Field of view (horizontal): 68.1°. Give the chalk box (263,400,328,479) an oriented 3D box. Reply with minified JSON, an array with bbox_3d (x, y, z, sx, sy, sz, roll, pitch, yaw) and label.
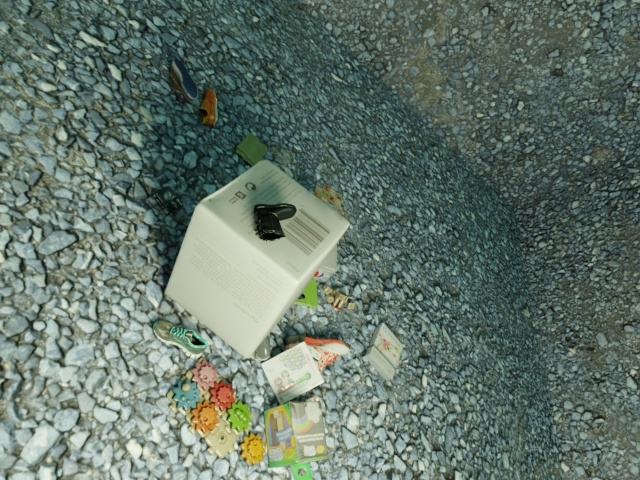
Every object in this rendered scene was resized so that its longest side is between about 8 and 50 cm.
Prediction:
[{"bbox_3d":[-0.072,0.599,1.407,0.132,0.132,0.213,16,55,-41],"label":"chalk box"}]

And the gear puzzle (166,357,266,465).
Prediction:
[{"bbox_3d":[-0.269,0.500,1.328,0.339,0.044,0.175,52,39,-7],"label":"gear puzzle"}]

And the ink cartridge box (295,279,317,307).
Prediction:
[{"bbox_3d":[-0.072,0.100,1.738,0.188,0.097,0.255,14,54,-25],"label":"ink cartridge box"}]

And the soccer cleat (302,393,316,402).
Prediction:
[{"bbox_3d":[-0.040,0.532,1.565,0.036,0.029,0.083,56,43,-9],"label":"soccer cleat"}]

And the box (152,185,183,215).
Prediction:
[{"bbox_3d":[-0.493,-0.129,1.532,0.083,0.018,0.067,54,39,-4],"label":"box"}]

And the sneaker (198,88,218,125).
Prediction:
[{"bbox_3d":[-0.434,-0.520,1.824,0.067,0.064,0.175,8,57,-32],"label":"sneaker"}]

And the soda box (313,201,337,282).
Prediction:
[{"bbox_3d":[0.000,0.000,1.717,0.091,0.098,0.287,18,54,-22],"label":"soda box"}]

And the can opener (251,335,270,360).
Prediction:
[{"bbox_3d":[-0.198,0.246,1.534,0.075,0.095,0.284,15,55,-40],"label":"can opener"}]

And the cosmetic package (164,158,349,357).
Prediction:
[{"bbox_3d":[-0.187,0.052,1.376,0.327,0.394,0.329,37,40,4],"label":"cosmetic package"}]

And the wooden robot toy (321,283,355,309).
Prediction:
[{"bbox_3d":[0.061,0.218,1.874,0.173,0.076,0.079,29,12,-31],"label":"wooden robot toy"}]

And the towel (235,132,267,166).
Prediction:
[{"bbox_3d":[-0.278,-0.366,1.914,0.110,0.027,0.148,42,42,-17],"label":"towel"}]

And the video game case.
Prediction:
[{"bbox_3d":[-0.089,0.423,1.514,0.157,0.019,0.143,-26,84,-8],"label":"video game case"}]

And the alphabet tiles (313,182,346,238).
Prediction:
[{"bbox_3d":[0.043,-0.145,2.121,0.198,0.009,0.237,34,45,-26],"label":"alphabet tiles"}]

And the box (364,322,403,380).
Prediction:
[{"bbox_3d":[0.262,0.451,1.933,0.145,0.038,0.186,49,38,-11],"label":"box"}]

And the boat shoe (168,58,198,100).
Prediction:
[{"bbox_3d":[-0.515,-0.588,1.776,0.066,0.066,0.183,-4,63,-50],"label":"boat shoe"}]

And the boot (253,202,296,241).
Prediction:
[{"bbox_3d":[-0.109,-0.046,1.185,0.121,0.045,0.099,0,48,-23],"label":"boot"}]

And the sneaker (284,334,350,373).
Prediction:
[{"bbox_3d":[-0.005,0.416,1.634,0.270,0.090,0.145,17,55,-35],"label":"sneaker"}]

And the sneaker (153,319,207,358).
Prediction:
[{"bbox_3d":[-0.388,0.266,1.334,0.166,0.076,0.065,37,42,-24],"label":"sneaker"}]
